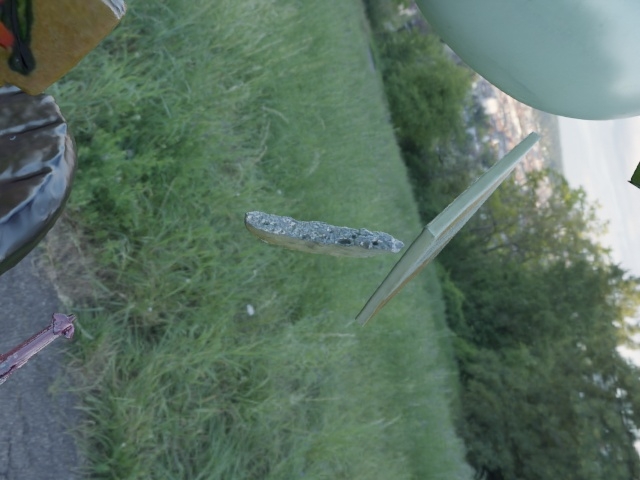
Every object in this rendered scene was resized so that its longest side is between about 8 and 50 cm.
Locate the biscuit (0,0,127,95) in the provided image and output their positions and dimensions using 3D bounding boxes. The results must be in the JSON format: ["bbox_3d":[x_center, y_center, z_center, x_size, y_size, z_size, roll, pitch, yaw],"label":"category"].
[{"bbox_3d":[-0.286,-0.199,0.371,0.043,0.301,0.278,-75,175,-49],"label":"biscuit"}]

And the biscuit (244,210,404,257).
[{"bbox_3d":[0.000,0.002,0.926,0.141,0.289,0.038,146,-49,-68],"label":"biscuit"}]

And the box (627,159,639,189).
[{"bbox_3d":[0.788,-0.259,0.974,0.372,0.138,0.420,-5,122,-41],"label":"box"}]

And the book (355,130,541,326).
[{"bbox_3d":[0.154,-0.001,0.699,0.208,0.295,0.020,-39,77,-26],"label":"book"}]

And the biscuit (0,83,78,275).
[{"bbox_3d":[-0.498,-0.071,0.621,0.091,0.407,0.407,97,5,-48],"label":"biscuit"}]

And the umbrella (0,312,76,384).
[{"bbox_3d":[-0.297,0.121,0.483,0.165,0.027,0.025,-40,158,-25],"label":"umbrella"}]

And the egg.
[{"bbox_3d":[0.222,-0.240,0.476,0.370,0.230,0.230,16,61,-26],"label":"egg"}]
